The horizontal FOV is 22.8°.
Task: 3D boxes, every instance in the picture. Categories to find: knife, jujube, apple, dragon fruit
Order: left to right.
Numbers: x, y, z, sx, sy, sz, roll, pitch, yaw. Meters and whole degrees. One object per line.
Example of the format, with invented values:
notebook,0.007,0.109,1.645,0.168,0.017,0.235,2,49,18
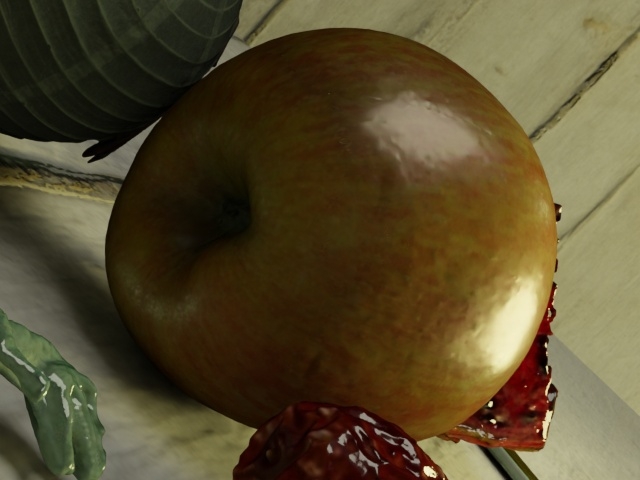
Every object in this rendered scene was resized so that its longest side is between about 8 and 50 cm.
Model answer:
apple,0.000,0.000,0.968,0.264,0.264,0.264,41,9,-8
jujube,0.033,0.158,0.839,0.176,0.109,0.112,41,42,-25
dragon fruit,0.130,0.037,1.435,0.302,0.240,0.330,61,15,-4
knife,0.177,0.198,1.543,0.061,0.027,0.343,40,8,-45

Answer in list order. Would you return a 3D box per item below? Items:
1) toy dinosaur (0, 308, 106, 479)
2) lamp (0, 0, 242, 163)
toy dinosaur,-0.227,-0.014,0.642,0.383,0.076,0.129,44,2,-16
lamp,-0.160,-0.177,0.995,0.233,0.233,0.265,39,45,-22
